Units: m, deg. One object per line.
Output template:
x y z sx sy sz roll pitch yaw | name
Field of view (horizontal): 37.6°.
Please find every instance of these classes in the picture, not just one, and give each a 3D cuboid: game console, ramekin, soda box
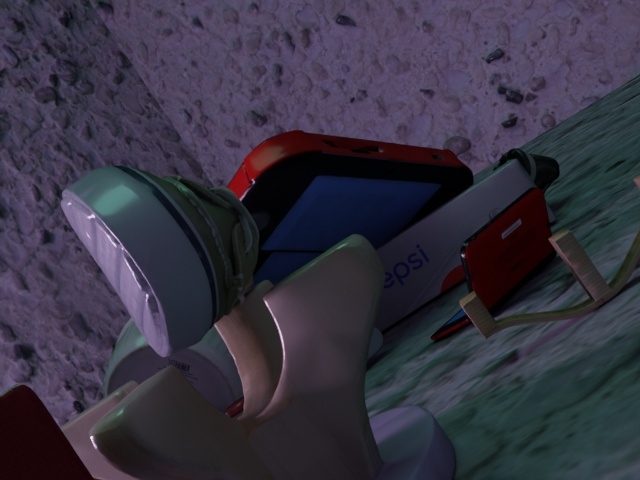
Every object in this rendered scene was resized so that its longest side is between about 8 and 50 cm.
0.171 0.024 0.979 0.085 0.124 0.144 7 32 44 | game console
-0.170 0.179 1.167 0.207 0.207 0.109 -33 10 18 | ramekin
0.165 0.008 1.258 0.286 0.098 0.091 -33 -1 7 | soda box
0.000 0.000 1.273 0.386 0.060 0.342 2 -45 -42 | game console

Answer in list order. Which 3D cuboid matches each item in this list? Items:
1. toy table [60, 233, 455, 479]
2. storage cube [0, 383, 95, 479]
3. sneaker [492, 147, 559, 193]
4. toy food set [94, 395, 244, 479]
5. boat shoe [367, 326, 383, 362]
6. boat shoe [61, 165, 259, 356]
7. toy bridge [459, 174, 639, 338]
-0.034 0.126 0.593 0.252 0.161 0.274 -34 2 7 | toy table
-0.179 0.208 0.388 0.183 0.193 0.215 -33 1 38 | storage cube
0.273 -0.050 1.393 0.106 0.078 0.234 -4 -32 -31 | sneaker
-0.135 0.213 0.992 0.232 0.104 0.111 -34 1 -16 | toy food set
0.015 0.150 1.081 0.142 0.049 0.040 -33 -18 -23 | boat shoe
-0.086 0.003 0.572 0.094 0.109 0.302 -33 0 -12 | boat shoe
0.202 0.020 0.728 0.188 0.063 0.026 -35 2 4 | toy bridge
